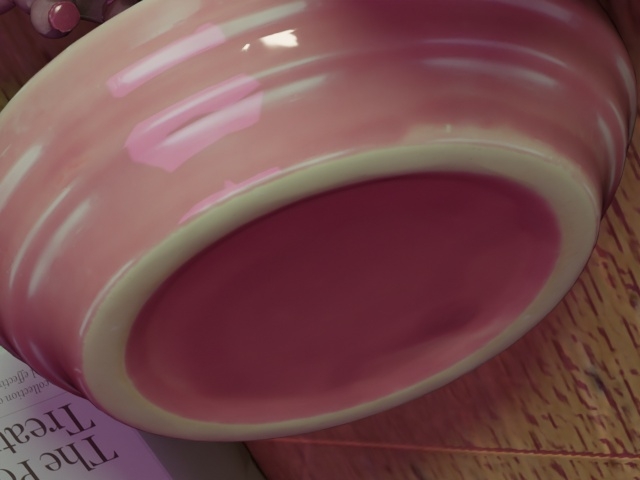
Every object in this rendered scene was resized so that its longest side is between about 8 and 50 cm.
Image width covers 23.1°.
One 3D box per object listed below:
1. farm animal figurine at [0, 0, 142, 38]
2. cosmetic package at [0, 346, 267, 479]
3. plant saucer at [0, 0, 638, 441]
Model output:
[{"bbox_3d":[-0.247,-0.088,0.782,0.327,0.172,0.330,-38,114,-14],"label":"farm animal figurine"},{"bbox_3d":[-0.225,0.193,1.010,0.377,0.097,0.284,-22,118,23],"label":"cosmetic package"},{"bbox_3d":[0.000,0.000,0.739,0.332,0.084,0.332,-15,148,-9],"label":"plant saucer"}]
